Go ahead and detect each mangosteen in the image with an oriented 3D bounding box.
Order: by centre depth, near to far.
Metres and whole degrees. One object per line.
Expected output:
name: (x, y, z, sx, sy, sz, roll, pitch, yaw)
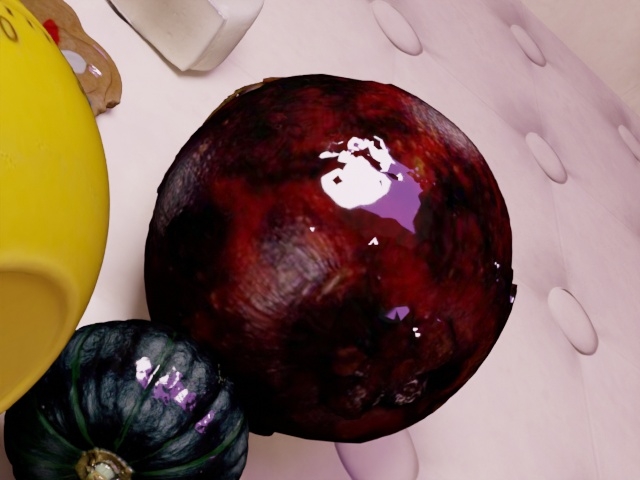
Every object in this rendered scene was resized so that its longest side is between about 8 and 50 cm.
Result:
mangosteen: (-0.005, 0.022, 0.846, 0.381, 0.421, 0.380, -2, 95, -25)

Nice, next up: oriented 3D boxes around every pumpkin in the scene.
pumpkin: (-0.159, 0.159, 0.664, 0.202, 0.202, 0.140, 43, 19, -14)

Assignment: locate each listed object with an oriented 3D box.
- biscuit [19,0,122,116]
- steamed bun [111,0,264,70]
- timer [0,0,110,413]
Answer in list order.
biscuit: (-0.313, -0.177, 0.909, 0.183, 0.047, 0.319, 22, 47, -31)
steamed bun: (-0.190, -0.366, 1.113, 0.241, 0.146, 0.164, 47, 39, -5)
timer: (-0.326, -0.052, 0.499, 0.387, 0.376, 0.376, 47, 32, 20)
